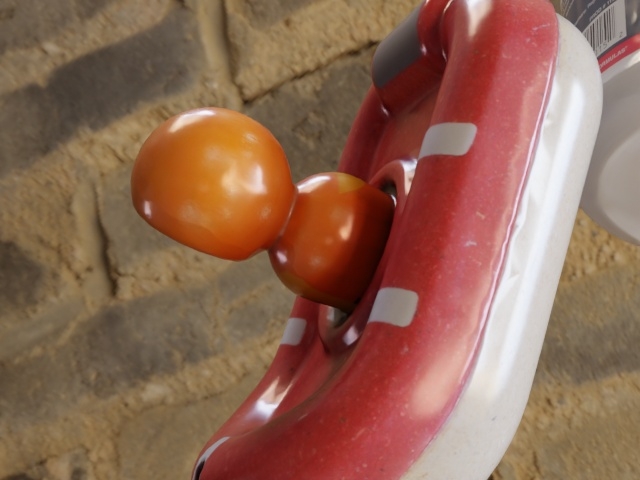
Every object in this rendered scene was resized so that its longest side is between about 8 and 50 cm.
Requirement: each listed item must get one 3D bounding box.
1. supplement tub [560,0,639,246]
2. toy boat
[{"bbox_3d":[0.250,-0.144,0.667,0.191,0.191,0.272,-8,-126,24],"label":"supplement tub"},{"bbox_3d":[0.000,0.000,0.396,0.151,0.151,0.231,150,-39,-69],"label":"toy boat"}]
